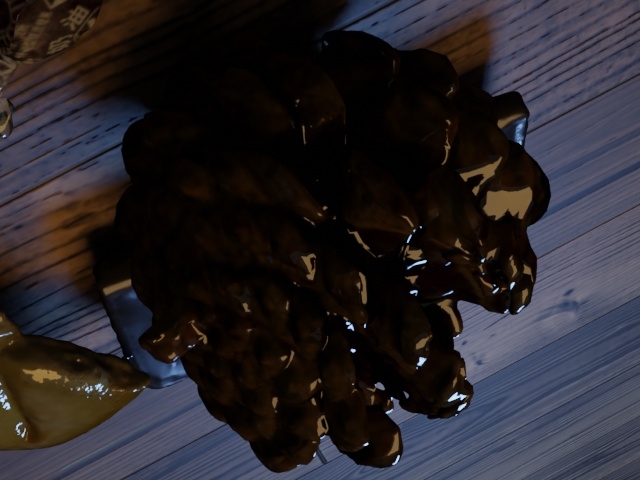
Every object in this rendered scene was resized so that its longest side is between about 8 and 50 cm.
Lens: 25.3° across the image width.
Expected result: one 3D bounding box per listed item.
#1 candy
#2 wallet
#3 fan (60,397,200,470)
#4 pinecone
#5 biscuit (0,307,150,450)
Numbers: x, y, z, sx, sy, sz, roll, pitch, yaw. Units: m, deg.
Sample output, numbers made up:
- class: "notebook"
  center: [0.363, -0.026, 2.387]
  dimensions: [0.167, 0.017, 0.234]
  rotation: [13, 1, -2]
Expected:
- class: "candy"
  center: [-0.129, -0.115, 0.658]
  dimensions: [0.094, 0.051, 0.226]
  rotation: [-14, 155, -51]
- class: "wallet"
  center: [0.000, 0.000, 0.978]
  dimensions: [0.309, 0.042, 0.165]
  rotation: [-25, 154, -9]
- class: "fan"
  center: [-0.009, 0.073, 1.074]
  dimensions: [0.414, 0.012, 0.233]
  rotation: [-26, 173, -22]
- class: "pinecone"
  center: [0.003, -0.008, 0.793]
  dimensions: [0.243, 0.243, 0.257]
  rotation: [-56, -175, 44]
- class: "biscuit"
  center: [-0.235, 0.077, 0.868]
  dimensions: [0.154, 0.045, 0.299]
  rotation: [-21, 152, 21]
